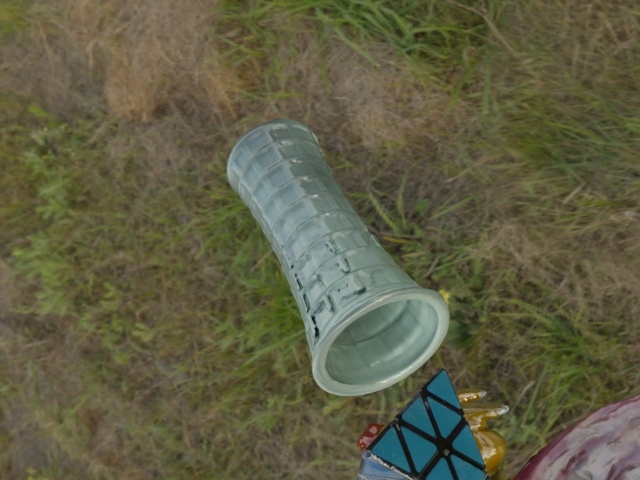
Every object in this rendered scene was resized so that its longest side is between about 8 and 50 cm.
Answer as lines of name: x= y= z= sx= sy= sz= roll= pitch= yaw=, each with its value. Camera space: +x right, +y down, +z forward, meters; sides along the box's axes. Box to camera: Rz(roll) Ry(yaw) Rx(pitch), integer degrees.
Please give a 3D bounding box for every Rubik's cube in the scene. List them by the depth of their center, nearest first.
Rubik's cube: x=0.077 y=0.272 z=0.997 sx=0.190 sy=0.178 sz=0.211 roll=-37 pitch=55 yaw=20

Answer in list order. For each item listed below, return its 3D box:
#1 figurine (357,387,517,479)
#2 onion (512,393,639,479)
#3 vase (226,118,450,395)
figurine: x=0.222 y=0.445 z=1.381 sx=0.401 sy=0.268 sz=0.387 roll=171 pitch=91 yaw=-68
onion: x=0.110 y=0.224 z=0.393 sx=0.247 sy=0.111 sz=0.250 roll=93 pitch=175 yaw=-49
vase: x=0.000 y=0.000 z=0.884 sx=0.143 sy=0.143 sz=0.299 roll=-58 pitch=43 yaw=28
